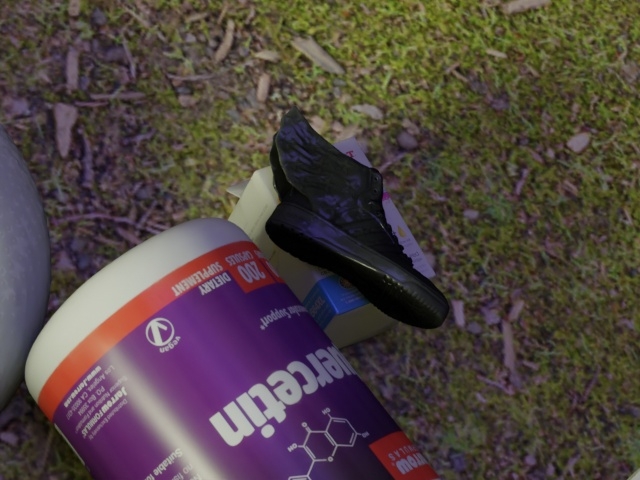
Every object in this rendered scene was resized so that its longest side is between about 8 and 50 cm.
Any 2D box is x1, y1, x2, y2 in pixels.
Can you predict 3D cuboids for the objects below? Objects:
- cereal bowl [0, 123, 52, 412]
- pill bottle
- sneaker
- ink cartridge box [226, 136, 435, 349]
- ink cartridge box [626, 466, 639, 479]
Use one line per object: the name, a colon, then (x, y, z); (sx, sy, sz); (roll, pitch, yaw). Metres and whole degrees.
cereal bowl: (-0.337, -0.008, 1.319); (0.339, 0.141, 0.339); (10, 58, -16)
pill bottle: (-0.037, 0.154, 1.312); (0.181, 0.181, 0.323); (-32, 76, -32)
sneaker: (0.029, -0.015, 1.402); (0.170, 0.051, 0.089); (30, 61, 2)
ink cartridge box: (0.000, 0.000, 1.470); (0.092, 0.090, 0.143); (-21, 71, -29)
ink cartridge box: (0.133, 0.305, 1.256); (0.306, 0.226, 0.131); (-35, 70, -31)
